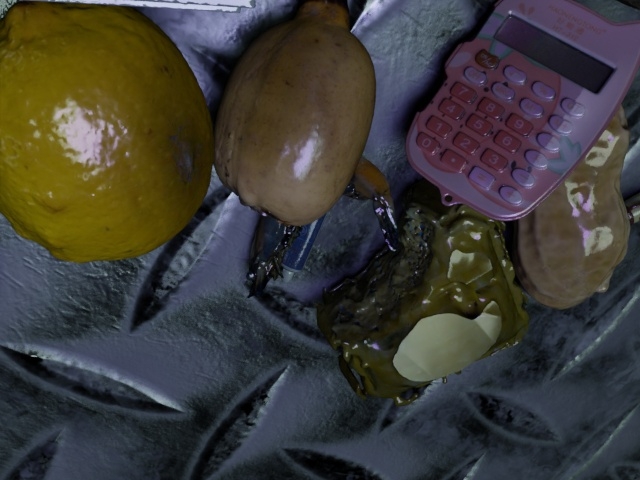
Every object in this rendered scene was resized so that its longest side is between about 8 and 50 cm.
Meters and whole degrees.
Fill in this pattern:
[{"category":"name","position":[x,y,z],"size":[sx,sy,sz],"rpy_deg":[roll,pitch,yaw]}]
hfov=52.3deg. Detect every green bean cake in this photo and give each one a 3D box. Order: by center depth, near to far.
[{"category":"green bean cake","position":[0.141,0.081,0.945],"size":[0.310,0.202,0.285],"rpy_deg":[-29,119,-1]}]

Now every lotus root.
[{"category":"lotus root","position":[-0.021,-0.172,0.776],"size":[0.183,0.183,0.309],"rpy_deg":[16,93,-24]}]

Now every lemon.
[{"category":"lemon","position":[-0.241,-0.116,0.691],"size":[0.260,0.260,0.284],"rpy_deg":[-40,135,6]}]

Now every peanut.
[{"category":"peanut","position":[0.356,-0.056,0.951],"size":[0.158,0.174,0.339],"rpy_deg":[-10,106,2]}]

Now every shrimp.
[{"category":"shrimp","position":[0.000,0.000,0.884],"size":[0.198,0.051,0.262],"rpy_deg":[30,106,16]}]

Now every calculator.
[{"category":"calculator","position":[0.255,-0.178,0.845],"size":[0.329,0.220,0.048],"rpy_deg":[-53,164,-2]}]

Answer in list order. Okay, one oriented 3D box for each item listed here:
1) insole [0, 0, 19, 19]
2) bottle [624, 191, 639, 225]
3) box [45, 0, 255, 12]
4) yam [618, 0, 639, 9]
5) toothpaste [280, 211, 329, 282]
[{"category":"insole","position":[-0.364,-0.255,0.722],"size":[0.080,0.003,0.232],"rpy_deg":[-36,121,4]},{"category":"bottle","position":[0.520,-0.048,1.083],"size":[0.101,0.047,0.063],"rpy_deg":[-28,132,0]},{"category":"box","position":[-0.186,-0.299,0.625],"size":[0.225,0.225,0.117],"rpy_deg":[-2,117,-16]},{"category":"yam","position":[0.359,-0.399,0.769],"size":[0.271,0.202,0.201],"rpy_deg":[11,135,-24]},{"category":"toothpaste","position":[-0.017,-0.025,0.935],"size":[0.057,0.035,0.197],"rpy_deg":[18,108,-14]}]
